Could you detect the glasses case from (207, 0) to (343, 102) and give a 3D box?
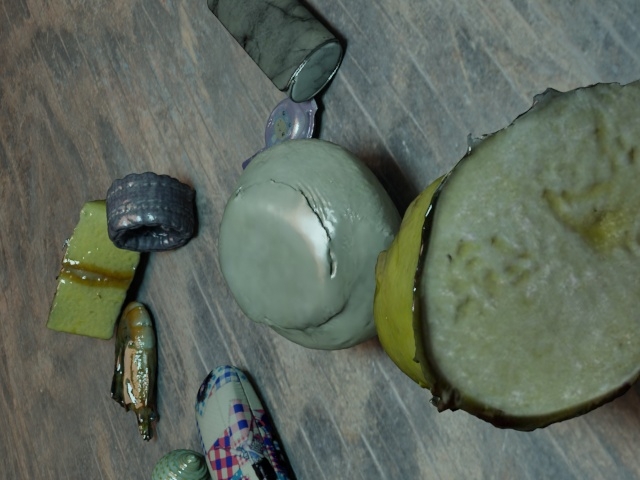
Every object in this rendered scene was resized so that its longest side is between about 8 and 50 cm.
[{"bbox_3d":[-0.072,-0.325,1.736,0.114,0.060,0.299,-49,46,11],"label":"glasses case"}]

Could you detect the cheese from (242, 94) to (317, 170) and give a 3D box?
[{"bbox_3d":[-0.058,-0.145,1.718,0.191,0.042,0.105,-56,45,33],"label":"cheese"}]

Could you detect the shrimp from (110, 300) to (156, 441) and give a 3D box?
[{"bbox_3d":[-0.342,0.235,2.054,0.145,0.059,0.254,-20,70,54],"label":"shrimp"}]

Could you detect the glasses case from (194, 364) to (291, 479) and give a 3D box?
[{"bbox_3d":[-0.112,0.335,1.711,0.125,0.076,0.327,-56,44,36],"label":"glasses case"}]

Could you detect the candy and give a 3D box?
[{"bbox_3d":[0.000,0.000,1.509,0.295,0.185,0.296,7,101,40],"label":"candy"}]

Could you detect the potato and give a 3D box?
[{"bbox_3d":[0.211,-0.010,1.193,0.397,0.290,0.296,-57,13,6],"label":"potato"}]

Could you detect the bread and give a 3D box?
[{"bbox_3d":[-0.395,0.049,2.086,0.141,0.178,0.266,29,110,31],"label":"bread"}]

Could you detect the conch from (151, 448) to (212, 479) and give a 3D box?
[{"bbox_3d":[-0.201,0.398,1.807,0.135,0.102,0.153,41,152,35],"label":"conch"}]

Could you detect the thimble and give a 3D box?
[{"bbox_3d":[-0.289,-0.046,1.939,0.150,0.150,0.098,-32,56,48],"label":"thimble"}]
